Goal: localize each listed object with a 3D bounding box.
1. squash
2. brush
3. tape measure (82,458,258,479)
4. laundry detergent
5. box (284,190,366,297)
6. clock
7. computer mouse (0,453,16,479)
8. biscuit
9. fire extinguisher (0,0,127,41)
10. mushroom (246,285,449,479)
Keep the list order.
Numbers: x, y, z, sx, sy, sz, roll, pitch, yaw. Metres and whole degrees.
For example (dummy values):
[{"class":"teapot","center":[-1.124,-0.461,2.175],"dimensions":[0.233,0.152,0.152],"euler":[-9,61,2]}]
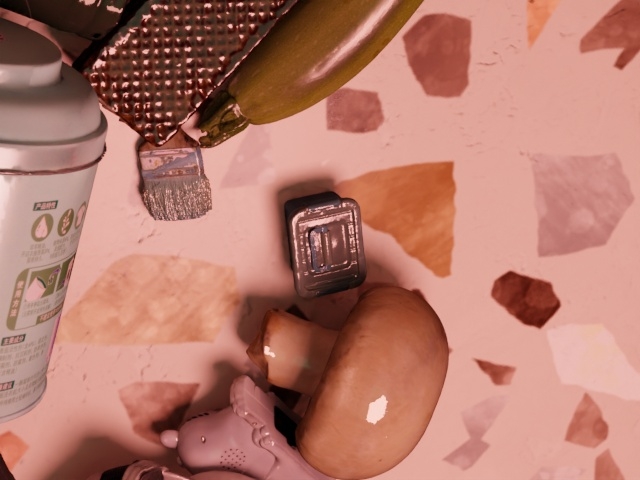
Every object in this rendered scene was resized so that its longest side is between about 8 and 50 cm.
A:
[{"class":"squash","center":[0.014,-0.197,1.873],"dimensions":[0.094,0.094,0.341],"euler":[38,104,-27]},{"class":"brush","center":[-0.148,-0.112,1.889],"dimensions":[0.070,0.021,0.196],"euler":[-3,109,16]},{"class":"tape measure","center":[-0.170,0.308,1.988],"dimensions":[0.197,0.120,0.236],"euler":[25,127,-15]},{"class":"laundry detergent","center":[-0.340,-0.036,1.712],"dimensions":[0.287,0.287,0.305],"euler":[9,108,-22]},{"class":"box","center":[0.000,0.000,1.973],"dimensions":[0.074,0.054,0.099],"euler":[-13,115,-16]},{"class":"clock","center":[-0.069,0.223,2.025],"dimensions":[0.117,0.080,0.176],"euler":[-31,124,23]},{"class":"computer mouse","center":[-0.383,0.209,1.911],"dimensions":[0.147,0.088,0.264],"euler":[-33,118,-22]},{"class":"biscuit","center":[-0.061,-0.258,1.820],"dimensions":[0.107,0.073,0.388],"euler":[42,92,-17]},{"class":"fire extinguisher","center":[-0.314,-0.264,1.727],"dimensions":[0.311,0.114,0.095],"euler":[20,111,-23]},{"class":"mushroom","center":[0.022,0.130,1.970],"dimensions":[0.204,0.204,0.204],"euler":[-7,113,-16]}]
